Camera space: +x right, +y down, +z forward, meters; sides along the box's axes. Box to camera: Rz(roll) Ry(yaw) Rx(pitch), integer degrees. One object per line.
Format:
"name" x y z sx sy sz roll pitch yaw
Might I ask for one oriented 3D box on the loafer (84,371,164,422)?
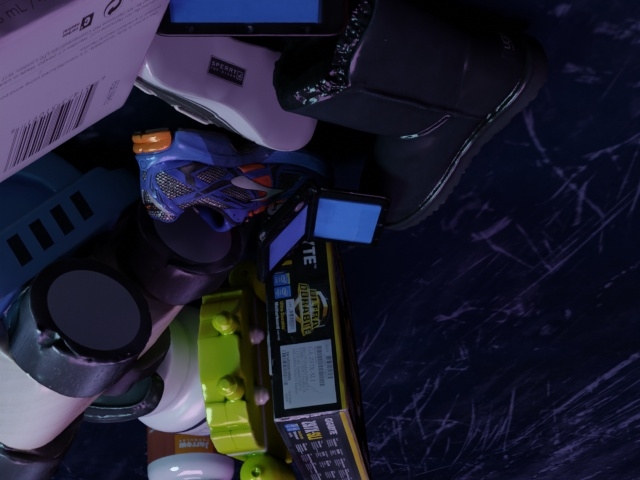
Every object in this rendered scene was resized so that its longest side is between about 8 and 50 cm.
"loafer" -0.278 0.147 1.068 0.223 0.076 0.078 7 155 18

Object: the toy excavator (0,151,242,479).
"toy excavator" -0.363 0.011 0.856 0.445 0.433 0.222 41 129 3

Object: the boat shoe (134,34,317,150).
"boat shoe" -0.085 -0.134 0.815 0.070 0.077 0.219 14 174 39

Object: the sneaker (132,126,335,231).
"sneaker" -0.078 -0.051 0.900 0.221 0.087 0.083 4 -177 -41

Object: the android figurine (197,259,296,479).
"android figurine" -0.071 0.145 1.043 0.056 0.248 0.273 -8 159 7

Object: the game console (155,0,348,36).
"game console" -0.047 -0.206 0.662 0.144 0.085 0.124 -2 158 -9

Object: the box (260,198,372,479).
"box" -0.002 0.123 1.097 0.079 0.257 0.322 -9 151 3

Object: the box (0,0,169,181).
"box" -0.205 -0.138 0.633 0.119 0.181 0.182 44 142 3

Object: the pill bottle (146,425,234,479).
"pill bottle" -0.182 0.279 1.384 0.121 0.216 0.121 -5 151 -3

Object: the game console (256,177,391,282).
"game console" 0.000 0.000 0.907 0.071 0.107 0.122 38 160 12

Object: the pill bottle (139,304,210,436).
"pill bottle" -0.146 0.162 1.209 0.153 0.153 0.265 -21 157 25

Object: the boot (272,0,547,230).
"boot" 0.044 -0.110 0.845 0.207 0.094 0.246 9 141 -32
